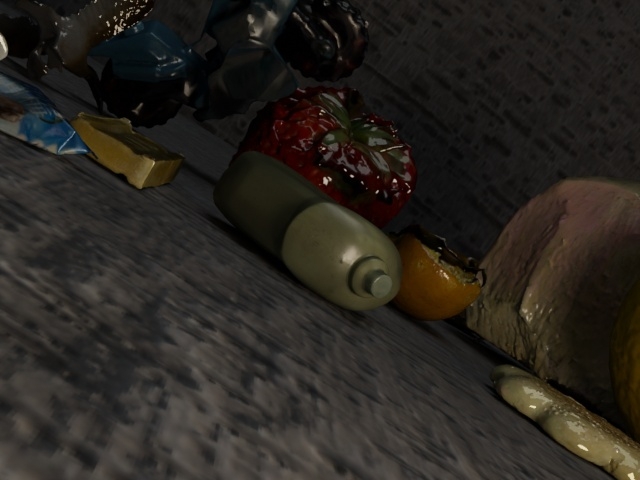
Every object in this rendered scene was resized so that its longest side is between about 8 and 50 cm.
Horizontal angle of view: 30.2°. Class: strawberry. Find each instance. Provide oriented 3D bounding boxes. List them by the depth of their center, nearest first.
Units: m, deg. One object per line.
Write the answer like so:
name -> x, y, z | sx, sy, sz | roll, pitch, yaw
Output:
strawberry -> -0.006, -0.100, 1.794 | 0.261, 0.258, 0.261 | 27, 34, -20

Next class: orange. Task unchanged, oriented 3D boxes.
orange -> 0.137, 0.050, 1.574 | 0.160, 0.112, 0.170 | 22, -25, 28

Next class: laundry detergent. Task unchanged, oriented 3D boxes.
laundry detergent -> 0.000, 0.000, 1.246 | 0.181, 0.091, 0.253 | 36, 0, -39

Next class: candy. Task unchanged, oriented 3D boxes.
candy -> -0.256, -0.108, 0.996 | 0.136, 0.038, 0.088 | 16, 28, -51

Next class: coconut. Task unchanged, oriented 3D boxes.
coconut -> 0.446, 0.075, 1.773 | 0.404, 0.405, 0.404 | 32, 4, -2

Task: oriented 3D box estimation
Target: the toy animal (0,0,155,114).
toy animal -> -0.354, -0.257, 1.621 | 0.272, 0.197, 0.160 | -10, 13, 14

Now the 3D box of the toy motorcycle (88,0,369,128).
toy motorcycle -> -0.143, -0.302, 1.706 | 0.172, 0.416, 0.232 | -79, 152, -54

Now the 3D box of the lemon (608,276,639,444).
lemon -> 0.504, 0.165, 1.424 | 0.336, 0.336, 0.336 | 32, 4, -2

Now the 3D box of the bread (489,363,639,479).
bread -> 0.299, 0.215, 1.292 | 0.251, 0.039, 0.182 | 33, 3, 0

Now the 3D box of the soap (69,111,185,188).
soap -> -0.201, -0.096, 1.248 | 0.092, 0.037, 0.252 | 31, 4, -2

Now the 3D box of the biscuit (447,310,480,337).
biscuit -> 0.190, 0.099, 2.003 | 0.131, 0.026, 0.237 | 32, 3, -36

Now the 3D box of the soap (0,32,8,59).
soap -> -0.343, -0.183, 0.850 | 0.173, 0.089, 0.274 | 30, 5, -38
